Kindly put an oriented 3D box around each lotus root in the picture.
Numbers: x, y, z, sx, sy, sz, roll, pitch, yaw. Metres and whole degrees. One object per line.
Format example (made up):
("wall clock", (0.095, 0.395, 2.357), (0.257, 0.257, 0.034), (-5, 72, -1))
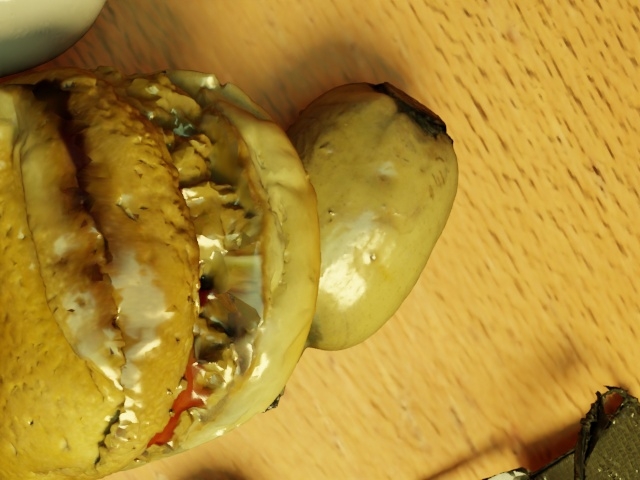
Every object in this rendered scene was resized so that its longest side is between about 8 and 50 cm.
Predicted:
("lotus root", (0.000, 0.000, 0.681), (0.118, 0.125, 0.221), (38, 86, -43))

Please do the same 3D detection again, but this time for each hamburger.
("hamburger", (-0.127, 0.020, 0.604), (0.163, 0.244, 0.244), (-11, 107, -50))

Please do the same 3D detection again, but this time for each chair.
("chair", (0.178, 0.208, 0.757), (0.213, 0.149, 0.174), (-27, 105, -11))

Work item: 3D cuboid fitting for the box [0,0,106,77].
("box", (-0.271, -0.240, 0.557), (0.289, 0.141, 0.348), (-14, 104, -9))
